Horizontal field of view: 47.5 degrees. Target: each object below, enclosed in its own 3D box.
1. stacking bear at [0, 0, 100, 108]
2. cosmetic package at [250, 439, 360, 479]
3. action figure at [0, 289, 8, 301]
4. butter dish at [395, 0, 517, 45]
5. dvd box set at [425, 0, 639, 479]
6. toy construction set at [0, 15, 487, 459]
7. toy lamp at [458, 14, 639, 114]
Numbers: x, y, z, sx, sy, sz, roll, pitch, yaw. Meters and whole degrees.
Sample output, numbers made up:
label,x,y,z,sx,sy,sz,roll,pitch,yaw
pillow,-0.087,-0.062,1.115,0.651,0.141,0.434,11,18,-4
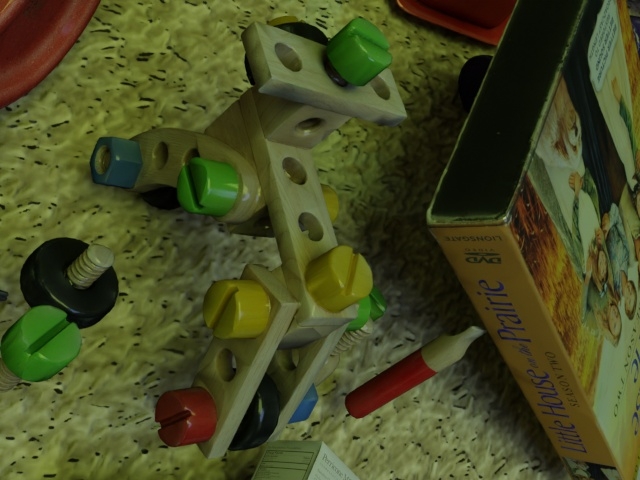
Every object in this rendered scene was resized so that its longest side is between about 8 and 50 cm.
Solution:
label,x,y,z,sx,sy,sz,roll,pitch,yaw
stacking bear,-0.289,-0.227,0.450,0.289,0.164,0.175,34,91,-8
cosmetic package,0.028,0.258,0.550,0.239,0.060,0.099,52,48,-28
action figure,-0.256,0.135,0.403,0.141,0.164,0.275,23,65,-18
butter dish,0.164,-0.300,0.734,0.160,0.118,0.160,10,77,-26
dvd box set,0.239,0.004,0.639,0.420,0.062,0.307,55,51,-39
toy construction set,0.000,0.000,0.489,0.309,0.237,0.257,32,36,-30
toy lamp,0.273,-0.198,0.800,0.275,0.080,0.080,-21,91,-31
